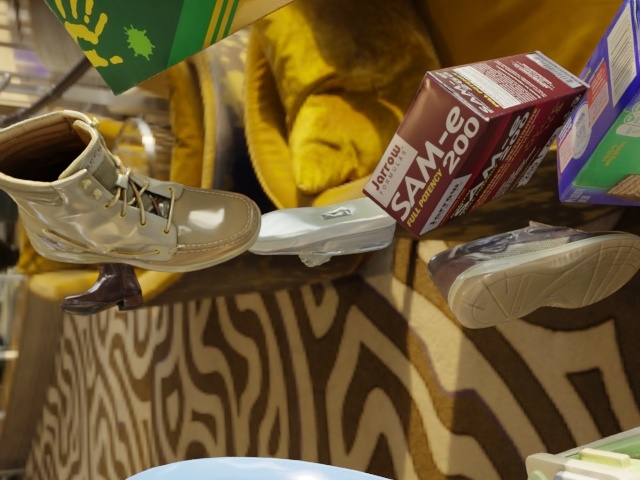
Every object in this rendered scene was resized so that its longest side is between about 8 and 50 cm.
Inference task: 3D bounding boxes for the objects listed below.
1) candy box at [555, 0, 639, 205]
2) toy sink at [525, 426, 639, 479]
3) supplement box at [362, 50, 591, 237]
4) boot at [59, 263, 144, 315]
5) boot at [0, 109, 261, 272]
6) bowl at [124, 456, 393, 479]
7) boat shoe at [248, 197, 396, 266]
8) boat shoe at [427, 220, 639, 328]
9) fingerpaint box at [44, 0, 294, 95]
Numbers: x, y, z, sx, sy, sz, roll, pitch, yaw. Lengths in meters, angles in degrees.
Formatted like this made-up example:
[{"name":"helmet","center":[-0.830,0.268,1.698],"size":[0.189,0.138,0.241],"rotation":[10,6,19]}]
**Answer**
[{"name":"candy box","center":[0.439,-0.130,0.879],"size":[0.268,0.317,0.122],"rotation":[92,180,-69]},{"name":"toy sink","center":[0.300,0.272,0.833],"size":[0.153,0.234,0.131],"rotation":[163,96,-67]},{"name":"supplement box","center":[0.153,-0.098,0.793],"size":[0.073,0.239,0.130],"rotation":[42,126,20]},{"name":"boot","center":[-0.262,0.027,0.979],"size":[0.037,0.106,0.114],"rotation":[-30,68,41]},{"name":"boot","center":[-0.196,-0.049,0.866],"size":[0.203,0.261,0.095],"rotation":[90,-178,-65]},{"name":"bowl","center":[-0.005,0.309,0.654],"size":[0.391,0.391,0.077],"rotation":[-55,13,44]},{"name":"boat shoe","center":[0.000,-0.001,1.198],"size":[0.079,0.227,0.081],"rotation":[-112,16,-55]},{"name":"boat shoe","center":[0.247,0.023,0.943],"size":[0.092,0.285,0.103],"rotation":[52,143,40]},{"name":"fingerpaint box","center":[-0.046,-0.390,0.943],"size":[0.371,0.445,0.163],"rotation":[-12,121,45]}]
